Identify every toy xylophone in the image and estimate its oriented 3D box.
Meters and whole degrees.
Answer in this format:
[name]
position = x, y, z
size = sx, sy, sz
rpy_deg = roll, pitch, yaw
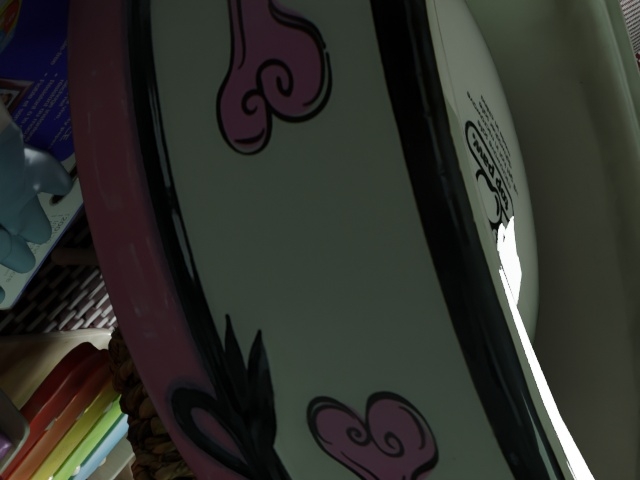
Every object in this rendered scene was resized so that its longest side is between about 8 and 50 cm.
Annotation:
[toy xylophone]
position = -0.185, 0.112, 0.842
size = 0.236, 0.081, 0.322
rpy_deg = -52, 170, 14

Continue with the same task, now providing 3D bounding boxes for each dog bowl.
[dog bowl]
position = 0.049, -0.032, 0.529
size = 0.150, 0.408, 0.408
rpy_deg = -13, -176, 23

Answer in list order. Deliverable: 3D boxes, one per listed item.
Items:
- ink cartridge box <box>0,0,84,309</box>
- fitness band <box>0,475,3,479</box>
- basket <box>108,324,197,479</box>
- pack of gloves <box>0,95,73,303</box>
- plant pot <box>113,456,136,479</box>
[ink cartridge box]
position = -0.152, -0.043, 0.514
size = 0.206, 0.045, 0.208
rpy_deg = -51, 167, 15
[fitness band]
position = -0.291, 0.210, 0.625
size = 0.291, 0.054, 0.209
rpy_deg = -43, 148, 1
[basket]
position = -0.029, 0.056, 0.820
size = 0.213, 0.223, 0.299
rpy_deg = -14, 170, 12
[pack of gloves]
position = -0.182, 0.021, 0.453
size = 0.195, 0.046, 0.232
rpy_deg = -56, 173, -10
[plant pot]
position = -0.155, 0.332, 1.279
size = 0.323, 0.323, 0.280
rpy_deg = -37, 148, -47
